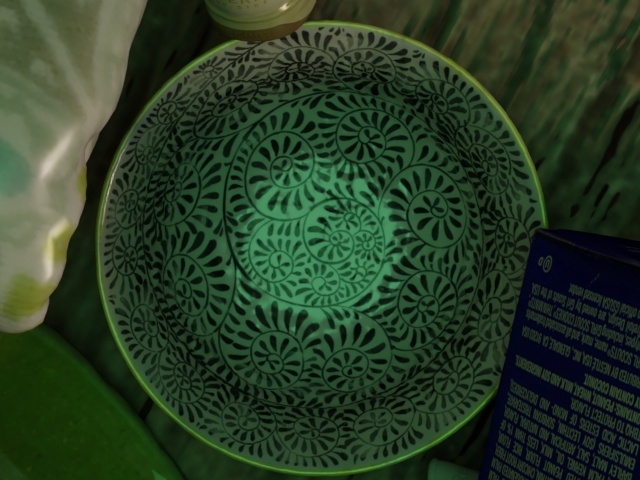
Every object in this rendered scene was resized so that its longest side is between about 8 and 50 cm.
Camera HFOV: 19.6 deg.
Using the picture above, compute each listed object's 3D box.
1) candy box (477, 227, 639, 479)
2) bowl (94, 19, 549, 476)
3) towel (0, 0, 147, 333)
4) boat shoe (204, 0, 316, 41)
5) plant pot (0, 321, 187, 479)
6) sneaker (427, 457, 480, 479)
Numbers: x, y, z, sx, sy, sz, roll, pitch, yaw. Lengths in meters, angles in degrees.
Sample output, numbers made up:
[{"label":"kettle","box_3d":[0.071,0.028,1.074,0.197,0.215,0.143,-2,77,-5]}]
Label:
[{"label":"candy box","box_3d":[0.184,0.177,0.687,0.268,0.122,0.317,9,97,-21]},{"label":"bowl","box_3d":[0.000,0.000,0.723,0.170,0.080,0.170,0,96,-1]},{"label":"towel","box_3d":[-0.186,-0.191,0.621,0.320,0.090,0.374,20,69,-8]},{"label":"boat shoe","box_3d":[-0.016,-0.146,0.692,0.056,0.048,0.153,6,59,14]},{"label":"plant pot","box_3d":[-0.179,0.191,0.665,0.254,0.276,0.276,-31,95,13]},{"label":"sneaker","box_3d":[0.024,0.189,0.751,0.094,0.080,0.212,31,87,8]}]
